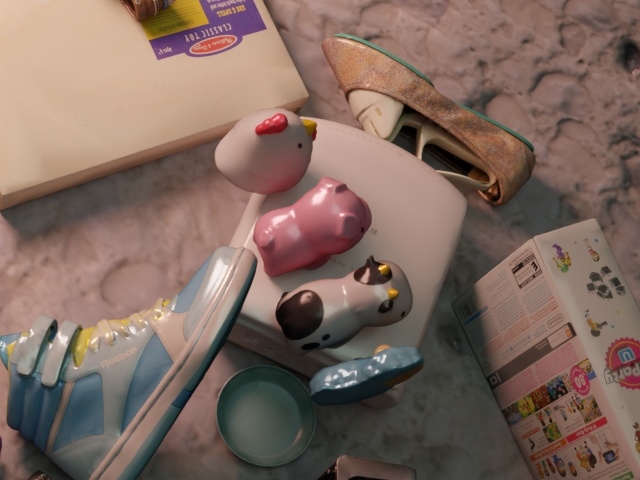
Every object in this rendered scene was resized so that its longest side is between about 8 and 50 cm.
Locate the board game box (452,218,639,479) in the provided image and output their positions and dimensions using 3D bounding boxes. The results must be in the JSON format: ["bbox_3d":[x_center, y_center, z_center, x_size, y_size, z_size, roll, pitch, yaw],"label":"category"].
[{"bbox_3d":[0.296,0.159,1.674,0.097,0.224,0.303,-17,76,-25],"label":"board game box"}]

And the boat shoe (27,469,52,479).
[{"bbox_3d":[-0.259,0.297,1.544,0.142,0.049,0.040,32,63,-1],"label":"boat shoe"}]

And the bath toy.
[{"bbox_3d":[0.000,0.000,1.576,0.151,0.129,0.348,-18,75,-20],"label":"bath toy"}]

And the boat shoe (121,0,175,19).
[{"bbox_3d":[-0.254,-0.343,1.726,0.066,0.066,0.183,-41,85,-25],"label":"boat shoe"}]

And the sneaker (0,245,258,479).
[{"bbox_3d":[-0.221,0.105,1.541,0.208,0.127,0.319,33,89,1],"label":"sneaker"}]

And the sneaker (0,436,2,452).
[{"bbox_3d":[-0.354,0.285,1.521,0.071,0.068,0.170,16,64,-37],"label":"sneaker"}]

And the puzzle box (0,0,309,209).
[{"bbox_3d":[-0.247,-0.222,1.747,0.409,0.052,0.272,-20,76,-23],"label":"puzzle box"}]

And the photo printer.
[{"bbox_3d":[0.028,0.013,1.710,0.256,0.107,0.308,26,64,-6],"label":"photo printer"}]

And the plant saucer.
[{"bbox_3d":[-0.065,0.203,1.655,0.119,0.021,0.119,6,69,-15],"label":"plant saucer"}]

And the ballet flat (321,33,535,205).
[{"bbox_3d":[0.124,-0.145,1.807,0.316,0.107,0.106,29,71,-3],"label":"ballet flat"}]

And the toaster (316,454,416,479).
[{"bbox_3d":[0.036,0.343,1.556,0.110,0.186,0.168,9,59,-17],"label":"toaster"}]
